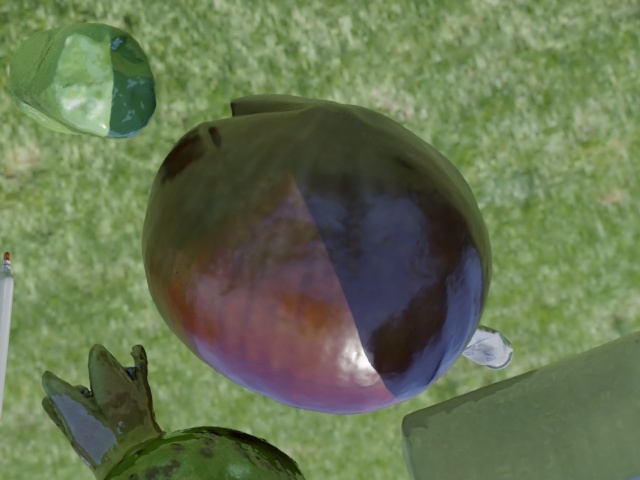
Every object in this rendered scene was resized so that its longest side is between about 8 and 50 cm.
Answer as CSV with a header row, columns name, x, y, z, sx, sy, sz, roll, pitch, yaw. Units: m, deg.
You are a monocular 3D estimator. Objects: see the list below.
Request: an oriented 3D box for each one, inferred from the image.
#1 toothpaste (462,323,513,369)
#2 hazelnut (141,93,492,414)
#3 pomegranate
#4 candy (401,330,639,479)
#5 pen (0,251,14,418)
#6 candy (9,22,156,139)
name,x,y,z,sx,sy,sz,roll,pitch,yaw
toothpaste,0.232,0.152,2.070,0.096,0.061,0.266,-2,166,26
hazelnut,0.000,0.000,1.538,0.409,0.359,0.359,24,160,9
pomegranate,-0.122,0.240,1.147,0.231,0.286,0.231,-24,140,-22
candy,0.270,0.218,1.320,0.359,0.208,0.145,-21,127,11
pen,-0.385,0.119,1.593,0.026,0.218,0.026,3,166,1
candy,-0.302,-0.198,1.673,0.142,0.132,0.343,12,-179,-24
